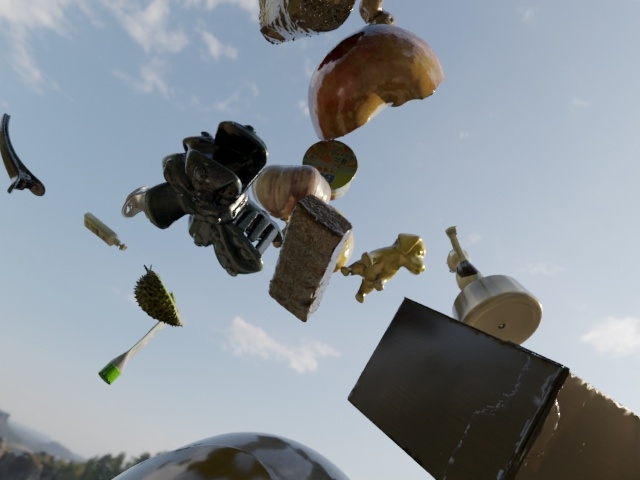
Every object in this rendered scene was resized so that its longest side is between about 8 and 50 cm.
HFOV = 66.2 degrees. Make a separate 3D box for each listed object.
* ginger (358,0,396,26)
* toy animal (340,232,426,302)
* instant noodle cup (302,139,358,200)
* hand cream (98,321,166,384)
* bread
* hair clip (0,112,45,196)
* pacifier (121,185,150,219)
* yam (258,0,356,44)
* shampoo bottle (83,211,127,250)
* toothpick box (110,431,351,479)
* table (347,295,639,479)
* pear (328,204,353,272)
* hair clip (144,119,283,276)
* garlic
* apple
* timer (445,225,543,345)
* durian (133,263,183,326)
[{"bbox_3d":[0.165,-0.560,1.302,0.204,0.104,0.080,55,-21,-13],"label":"ginger"},{"bbox_3d":[0.168,0.069,1.289,0.233,0.169,0.121,-35,-95,44],"label":"toy animal"},{"bbox_3d":[0.037,-0.246,1.799,0.205,0.205,0.153,19,-19,9],"label":"instant noodle cup"},{"bbox_3d":[-0.529,0.304,1.445,0.079,0.275,0.050,-16,-66,45],"label":"hand cream"},{"bbox_3d":[-0.040,0.064,1.448,0.165,0.113,0.416,35,-44,14],"label":"bread"},{"bbox_3d":[-0.764,-0.224,1.218,0.048,0.083,0.275,-43,-114,30],"label":"hair clip"},{"bbox_3d":[-0.406,-0.080,1.134,0.078,0.099,0.081,43,-43,13],"label":"pacifier"},{"bbox_3d":[-0.039,-0.494,1.039,0.238,0.128,0.129,25,-23,53],"label":"yam"},{"bbox_3d":[-0.547,-0.017,1.253,0.141,0.034,0.049,35,-49,14],"label":"shampoo bottle"},{"bbox_3d":[-0.147,0.445,0.530,0.409,0.425,0.408,7,-77,35],"label":"toothpick box"},{"bbox_3d":[0.230,0.240,0.663,0.251,0.196,0.282,30,-4,-29],"label":"table"},{"bbox_3d":[0.000,0.000,1.856,0.271,0.271,0.271,17,-34,12],"label":"pear"},{"bbox_3d":[-0.190,-0.083,0.929,0.206,0.194,0.310,17,-39,18],"label":"hair clip"},{"bbox_3d":[-0.100,-0.099,1.478,0.245,0.253,0.245,10,-4,1],"label":"garlic"},{"bbox_3d":[0.092,-0.349,1.018,0.293,0.251,0.163,-23,-65,10],"label":"apple"},{"bbox_3d":[0.342,0.098,1.085,0.175,0.266,0.175,-5,-54,-7],"label":"timer"},{"bbox_3d":[-0.432,0.140,1.293,0.215,0.086,0.100,55,3,17],"label":"durian"}]
